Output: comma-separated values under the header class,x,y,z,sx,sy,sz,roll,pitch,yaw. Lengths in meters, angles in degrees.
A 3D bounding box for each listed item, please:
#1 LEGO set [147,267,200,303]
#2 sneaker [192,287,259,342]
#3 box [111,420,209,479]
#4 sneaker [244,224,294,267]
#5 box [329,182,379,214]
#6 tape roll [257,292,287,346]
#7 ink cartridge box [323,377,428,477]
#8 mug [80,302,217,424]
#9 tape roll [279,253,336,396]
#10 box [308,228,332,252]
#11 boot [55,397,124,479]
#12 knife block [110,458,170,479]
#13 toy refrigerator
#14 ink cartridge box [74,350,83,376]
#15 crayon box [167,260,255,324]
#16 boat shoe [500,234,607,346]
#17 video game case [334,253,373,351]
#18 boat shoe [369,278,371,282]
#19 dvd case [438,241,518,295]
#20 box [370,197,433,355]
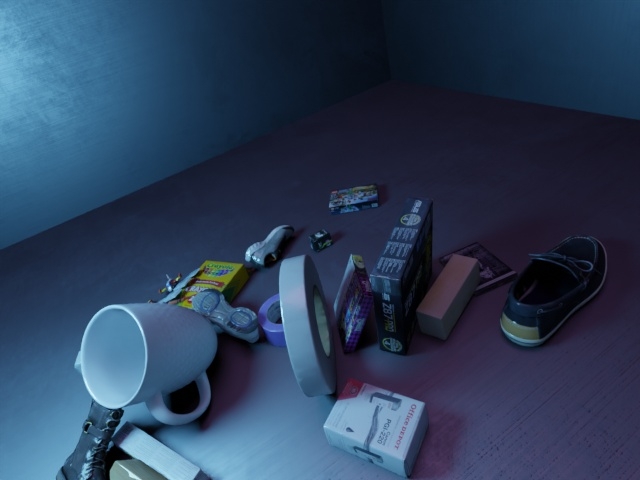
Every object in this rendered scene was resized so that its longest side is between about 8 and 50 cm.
class,x,y,z,sx,sy,sz,roll,pitch,yaw
LEGO set,-0.617,0.190,1.682,0.244,0.060,0.182,-26,21,36
sneaker,-0.332,0.271,1.437,0.297,0.129,0.111,26,54,29
box,-0.440,0.588,1.117,0.324,0.063,0.067,9,43,32
sneaker,-0.202,0.029,1.798,0.108,0.100,0.271,34,51,19
box,0.161,-0.202,2.000,0.233,0.044,0.159,-9,35,10
tape roll,-0.114,0.267,1.423,0.189,0.080,0.189,-11,36,8
ink cartridge box,0.141,0.461,1.037,0.218,0.092,0.158,10,42,30
mug,-0.462,0.366,1.238,0.276,0.328,0.374,-40,68,18
tape roll,-0.028,0.233,1.166,0.072,0.392,0.392,-12,35,7
box,0.000,0.000,1.766,0.083,0.062,0.052,-29,35,-16
boot,-0.596,0.562,1.111,0.263,0.091,0.229,10,71,35
knife block,-0.344,0.611,0.946,0.242,0.088,0.276,-26,60,5
toy refrigerator,0.405,0.172,1.310,0.094,0.102,0.269,14,49,40
ink cartridge box,-0.719,0.412,1.420,0.175,0.127,0.072,-20,33,-6
crayon box,-0.431,0.183,1.668,0.202,0.081,0.318,2,38,26
boat shoe,0.715,0.110,1.244,0.500,0.156,0.187,-34,37,-27
video game case,0.102,0.195,1.312,0.042,0.232,0.210,8,31,-13
boat shoe,0.251,0.124,1.494,0.184,0.066,0.063,-32,51,-26
dvd case,0.547,0.094,1.451,0.164,0.018,0.221,-22,34,-8
box,0.267,0.101,1.291,0.097,0.318,0.395,7,39,25
